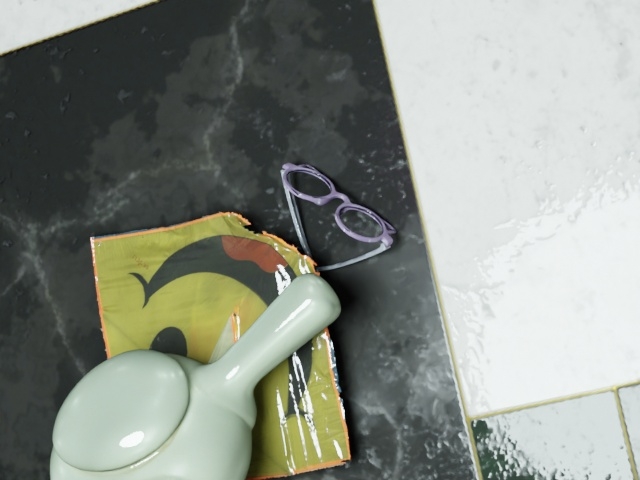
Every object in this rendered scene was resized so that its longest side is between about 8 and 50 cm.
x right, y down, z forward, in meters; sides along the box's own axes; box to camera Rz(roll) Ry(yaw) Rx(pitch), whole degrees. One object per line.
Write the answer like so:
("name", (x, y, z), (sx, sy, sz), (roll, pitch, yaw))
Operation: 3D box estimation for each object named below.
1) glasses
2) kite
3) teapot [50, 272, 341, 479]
("glasses", (0.000, 0.000, 1.648), (0.140, 0.062, 0.104), (35, 124, 20))
("kite", (-0.120, 0.127, 1.686), (0.377, 0.013, 0.328), (35, 110, 22))
("teapot", (-0.133, 0.155, 1.604), (0.220, 0.149, 0.318), (21, 63, 40))
